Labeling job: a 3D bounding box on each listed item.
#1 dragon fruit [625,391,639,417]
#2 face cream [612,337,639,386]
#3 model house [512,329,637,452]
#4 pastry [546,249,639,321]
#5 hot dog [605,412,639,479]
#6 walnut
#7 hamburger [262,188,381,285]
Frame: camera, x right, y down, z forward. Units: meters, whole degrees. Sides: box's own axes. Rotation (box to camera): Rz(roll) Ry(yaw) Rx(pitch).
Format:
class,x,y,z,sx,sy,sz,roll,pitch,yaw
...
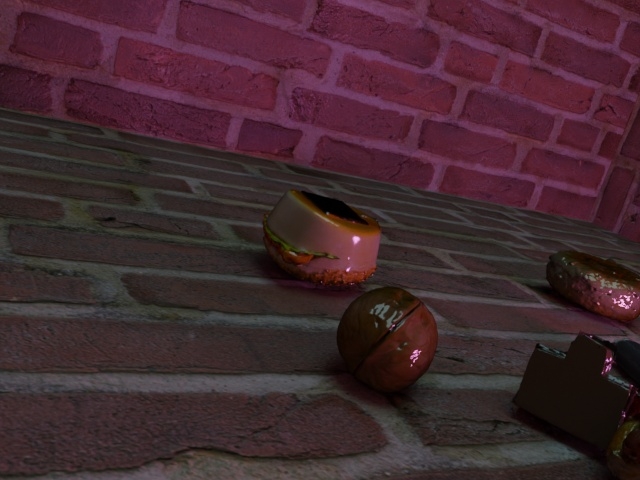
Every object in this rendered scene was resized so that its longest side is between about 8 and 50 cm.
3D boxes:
class,x,y,z,sx,sy,sz,roll,pitch,yaw
dragon fruit,0.674,0.338,1.216,0.192,0.123,0.092,1,-14,13
face cream,0.725,0.293,1.399,0.073,0.073,0.283,14,16,-8
model house,0.474,0.257,1.161,0.180,0.176,0.248,23,1,26
pastry,0.840,0.134,1.949,0.329,0.137,0.330,15,17,-5
hot dog,0.524,0.311,0.980,0.213,0.146,0.103,15,40,-48
walnut,0.112,0.164,1.069,0.167,0.168,0.207,21,18,18
hamburger,0.000,0.000,1.493,0.294,0.179,0.276,11,19,-33
